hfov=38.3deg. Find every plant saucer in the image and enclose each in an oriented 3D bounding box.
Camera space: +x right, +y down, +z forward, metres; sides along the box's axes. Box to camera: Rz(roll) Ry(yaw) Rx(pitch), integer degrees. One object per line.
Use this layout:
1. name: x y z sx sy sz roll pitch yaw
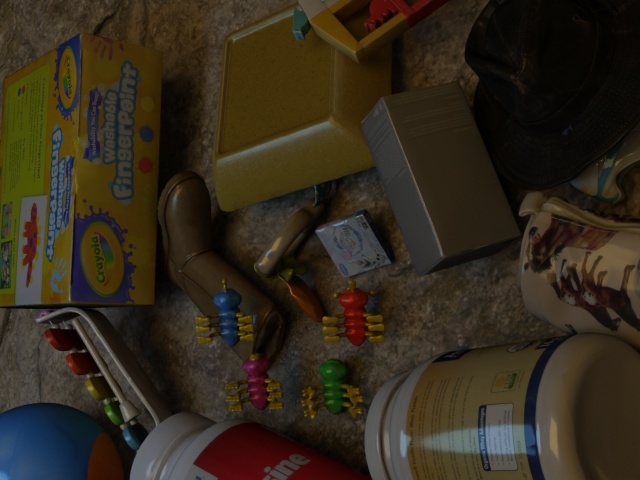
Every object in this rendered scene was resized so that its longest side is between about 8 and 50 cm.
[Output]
1. plant saucer: -0.047 -0.241 1.430 0.332 0.081 0.333 -15 61 34

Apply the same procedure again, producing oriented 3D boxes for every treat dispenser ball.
1. treat dispenser ball: -0.486 0.426 1.594 0.288 0.288 0.288 -5 82 36

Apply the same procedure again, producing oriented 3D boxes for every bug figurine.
1. bug figurine: -0.041 0.161 1.380 0.278 0.072 0.216 0 103 7

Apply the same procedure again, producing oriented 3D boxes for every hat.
1. hat: 0.269 -0.238 1.148 0.331 0.134 0.331 -33 47 43

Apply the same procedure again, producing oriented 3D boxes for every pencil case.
1. pencil case: 0.419 0.047 1.040 0.410 0.160 0.184 12 122 37

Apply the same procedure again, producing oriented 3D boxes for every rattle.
1. rattle: 0.000 0.000 1.424 0.142 0.130 0.200 37 79 22

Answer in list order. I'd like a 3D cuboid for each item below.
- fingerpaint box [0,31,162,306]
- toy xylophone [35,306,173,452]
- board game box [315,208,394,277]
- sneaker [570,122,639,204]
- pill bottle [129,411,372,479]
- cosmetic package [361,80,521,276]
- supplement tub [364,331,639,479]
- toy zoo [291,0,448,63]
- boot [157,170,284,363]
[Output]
1. fingerpaint box: -0.441 -0.101 1.657 0.371 0.163 0.445 -8 79 51
2. toy xylophone: -0.358 0.228 1.543 0.081 0.236 0.323 -36 76 -2
3. board game box: 0.051 0.006 1.381 0.090 0.020 0.090 -19 111 33
4. sneaker: 0.395 -0.154 1.145 0.092 0.087 0.229 37 108 17
5. pill bottle: -0.079 0.397 1.331 0.407 0.229 0.229 17 94 37
6. cosmetic package: 0.159 -0.084 1.247 0.107 0.127 0.238 136 119 -67
7. supplement tub: 0.227 0.237 1.103 0.316 0.228 0.228 -16 74 48
8. toy zoo: 0.083 -0.379 1.345 0.293 0.030 0.192 -36 61 -3
9. boot: -0.156 0.046 1.496 0.269 0.089 0.236 40 139 34
